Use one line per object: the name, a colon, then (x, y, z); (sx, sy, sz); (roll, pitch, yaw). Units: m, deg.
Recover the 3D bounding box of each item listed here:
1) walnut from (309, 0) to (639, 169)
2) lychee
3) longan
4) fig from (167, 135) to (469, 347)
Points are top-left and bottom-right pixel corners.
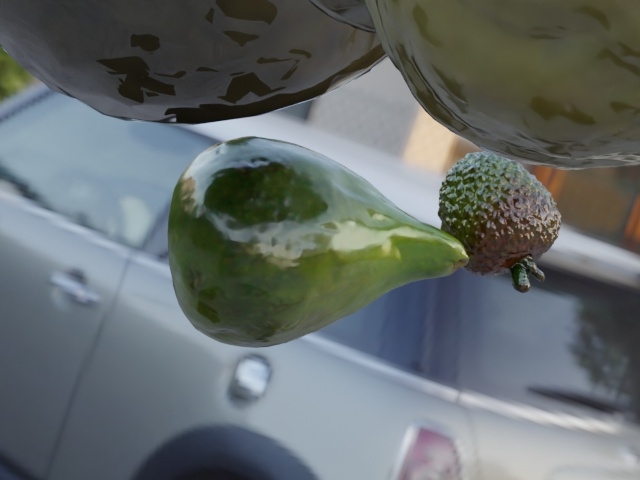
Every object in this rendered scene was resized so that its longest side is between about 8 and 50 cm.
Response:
walnut: (0.107, -0.168, 0.575); (0.277, 0.282, 0.253); (-15, 2, -32)
lychee: (0.172, -0.017, 1.536); (0.146, 0.114, 0.114); (61, 18, 15)
longan: (-0.070, -0.296, 1.242); (0.436, 0.404, 0.404); (-34, 34, -25)
fig: (0.000, 0.000, 1.477); (0.275, 0.206, 0.206); (-1, 3, 2)
